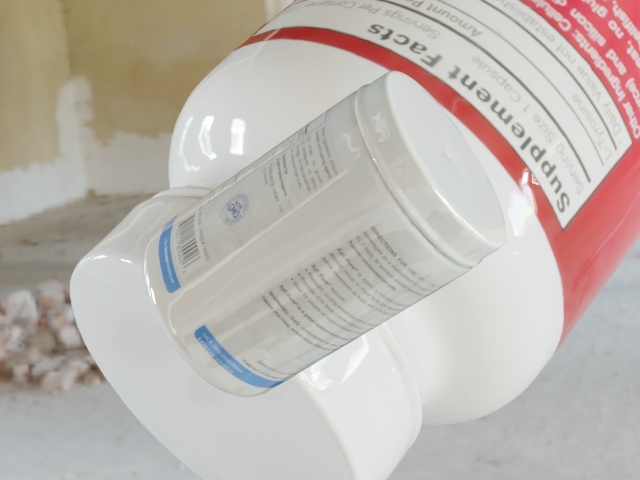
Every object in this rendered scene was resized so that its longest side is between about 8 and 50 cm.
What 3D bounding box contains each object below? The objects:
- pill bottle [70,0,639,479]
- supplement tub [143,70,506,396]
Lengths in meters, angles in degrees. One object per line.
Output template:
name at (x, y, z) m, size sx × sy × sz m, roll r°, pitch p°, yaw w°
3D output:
pill bottle at (0.068, -0.051, 0.631) m, size 0.229 × 0.229 × 0.407 m, roll 5°, pitch 42°, yaw 47°
supplement tub at (0.000, 0.000, 0.389) m, size 0.107 × 0.071 × 0.071 m, roll -32°, pitch -1°, yaw 22°
